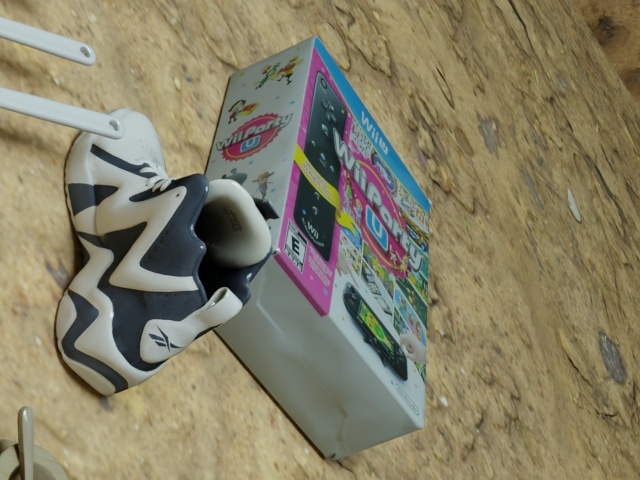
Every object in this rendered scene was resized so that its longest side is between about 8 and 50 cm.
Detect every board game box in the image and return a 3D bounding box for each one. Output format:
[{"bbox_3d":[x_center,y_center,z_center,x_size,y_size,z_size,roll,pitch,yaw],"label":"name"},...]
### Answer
[{"bbox_3d":[0.000,0.000,1.255,0.224,0.097,0.303,53,26,-31],"label":"board game box"}]

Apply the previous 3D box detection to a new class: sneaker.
[{"bbox_3d":[-0.094,-0.019,0.991,0.094,0.153,0.235,51,28,-35],"label":"sneaker"}]

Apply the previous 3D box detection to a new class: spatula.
[{"bbox_3d":[-0.229,-0.150,0.939,0.242,0.019,0.168,11,54,-48],"label":"spatula"}]

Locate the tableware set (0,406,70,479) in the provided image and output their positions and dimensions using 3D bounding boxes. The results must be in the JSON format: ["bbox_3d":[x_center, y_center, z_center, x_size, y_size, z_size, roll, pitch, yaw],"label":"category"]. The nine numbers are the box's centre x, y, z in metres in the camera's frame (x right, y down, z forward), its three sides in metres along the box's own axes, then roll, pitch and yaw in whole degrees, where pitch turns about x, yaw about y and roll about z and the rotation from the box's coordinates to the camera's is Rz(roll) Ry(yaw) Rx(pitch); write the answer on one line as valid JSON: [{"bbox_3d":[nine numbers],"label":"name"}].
[{"bbox_3d":[-0.162,0.191,0.793,0.128,0.039,0.194,46,30,-40],"label":"tableware set"}]
